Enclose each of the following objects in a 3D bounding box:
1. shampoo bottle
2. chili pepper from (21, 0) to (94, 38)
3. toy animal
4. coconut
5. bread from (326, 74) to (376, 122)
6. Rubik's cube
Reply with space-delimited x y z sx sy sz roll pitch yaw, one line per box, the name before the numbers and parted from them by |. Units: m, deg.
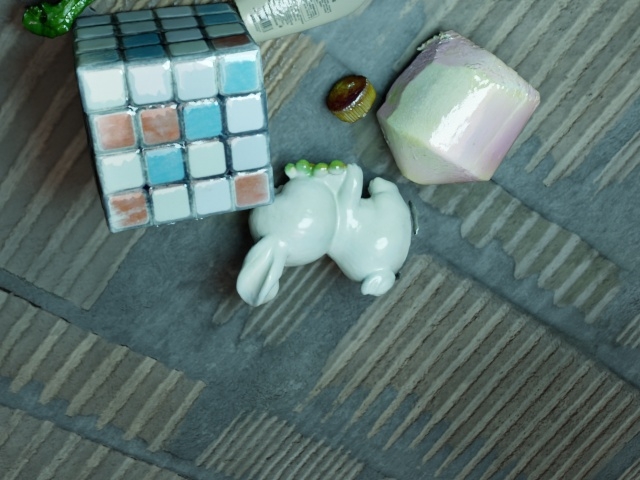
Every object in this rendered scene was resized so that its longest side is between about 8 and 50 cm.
shampoo bottle | -0.007 -0.398 1.426 0.256 0.078 0.127 -24 117 -2
chili pepper | -0.328 -0.391 1.313 0.074 0.100 0.257 39 98 11
toy animal | -0.001 -0.006 1.573 0.309 0.183 0.247 3 83 -23
coconut | 0.217 -0.205 1.533 0.233 0.233 0.245 30 104 -30
bread | 0.050 -0.242 1.529 0.085 0.085 0.053 -42 128 6
Rubik's cube | -0.225 -0.192 1.360 0.258 0.256 0.253 -9 120 -14
